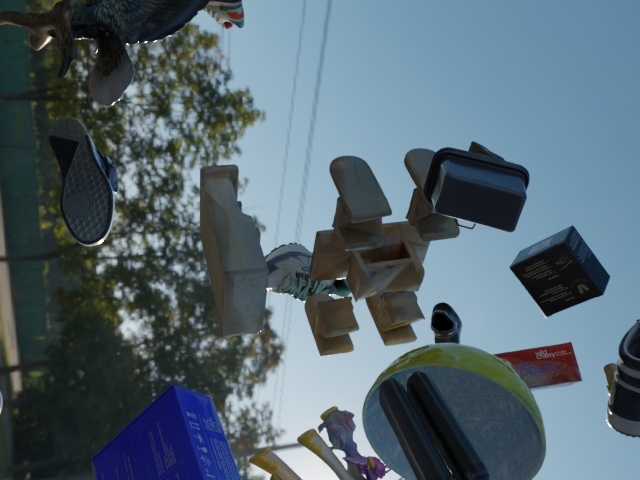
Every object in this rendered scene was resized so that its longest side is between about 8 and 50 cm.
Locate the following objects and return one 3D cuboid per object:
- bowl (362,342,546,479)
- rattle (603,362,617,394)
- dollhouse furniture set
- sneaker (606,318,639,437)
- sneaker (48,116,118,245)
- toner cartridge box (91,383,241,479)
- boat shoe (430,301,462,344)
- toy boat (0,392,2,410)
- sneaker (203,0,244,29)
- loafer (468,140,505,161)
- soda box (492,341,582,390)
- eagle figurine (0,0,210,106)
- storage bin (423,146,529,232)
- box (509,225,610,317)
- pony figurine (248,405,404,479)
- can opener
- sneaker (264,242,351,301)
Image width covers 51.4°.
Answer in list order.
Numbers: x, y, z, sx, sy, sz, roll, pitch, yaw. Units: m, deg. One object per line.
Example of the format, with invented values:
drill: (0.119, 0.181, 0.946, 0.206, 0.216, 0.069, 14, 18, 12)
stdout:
bowl: (0.227, 0.268, 1.103, 0.156, 0.290, 0.289, -58, 165, -53)
rattle: (0.720, 0.326, 1.458, 0.143, 0.200, 0.130, -44, -151, 18)
dollhouse furniture set: (0.000, 0.000, 1.189, 0.362, 0.395, 0.256, 100, -23, -45)
sneaker: (0.548, 0.175, 0.978, 0.099, 0.283, 0.153, -138, -144, -59)
sneaker: (-0.381, -0.073, 1.118, 0.163, 0.086, 0.226, 96, -23, -68)
toner cartridge box: (-0.155, 0.353, 0.762, 0.165, 0.075, 0.347, -43, -134, 12)
boat shoe: (0.342, 0.224, 1.829, 0.233, 0.084, 0.079, -73, 144, -67)
toy boat: (-0.521, 0.306, 0.822, 0.148, 0.267, 0.318, 11, -113, 41)
sneaker: (-0.227, -0.496, 1.444, 0.161, 0.057, 0.075, 20, -43, 35)
loafer: (0.443, -0.217, 1.781, 0.050, 0.056, 0.148, -64, -153, 20)
soda box: (0.443, 0.300, 1.511, 0.083, 0.264, 0.092, 88, -6, -68)
eagle figurine: (-0.301, -0.375, 1.017, 0.226, 0.298, 0.225, 39, -44, 6)
storage bin: (0.207, -0.056, 0.886, 0.091, 0.135, 0.098, -67, 171, -66)
box: (0.565, 0.075, 1.575, 0.156, 0.093, 0.158, -34, -85, 43)
pony figurine: (0.070, 0.553, 1.428, 0.363, 0.351, 0.303, 59, -5, 2)
can opener: (0.141, 0.270, 0.722, 0.283, 0.076, 0.095, -119, -159, -53)
sneaker: (-0.028, 0.080, 1.430, 0.122, 0.283, 0.110, 54, -55, 26)
